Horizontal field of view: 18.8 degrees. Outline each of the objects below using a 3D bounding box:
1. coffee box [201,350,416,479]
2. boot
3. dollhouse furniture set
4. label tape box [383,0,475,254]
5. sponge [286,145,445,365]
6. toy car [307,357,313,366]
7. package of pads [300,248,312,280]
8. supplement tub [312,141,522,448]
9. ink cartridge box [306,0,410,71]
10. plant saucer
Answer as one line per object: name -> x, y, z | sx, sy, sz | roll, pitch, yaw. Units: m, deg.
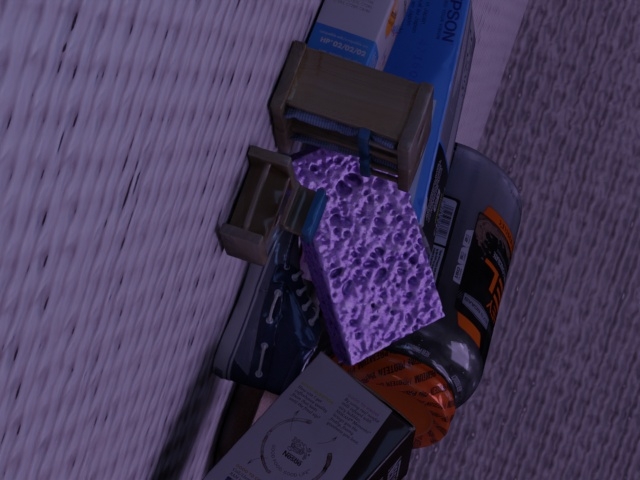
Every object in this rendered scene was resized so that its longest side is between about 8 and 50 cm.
coffee box -> -0.052, 0.266, 1.796 | 0.297, 0.119, 0.168 | -47, 165, -16
boot -> -0.031, 0.055, 1.860 | 0.069, 0.086, 0.190 | 46, 64, -81
dollhouse furniture set -> 0.008, -0.053, 1.702 | 0.129, 0.129, 0.183 | 80, 30, -74
label tape box -> 0.092, -0.121, 2.062 | 0.347, 0.115, 0.249 | 46, 55, -79
sponge -> 0.041, 0.001, 1.837 | 0.117, 0.031, 0.210 | -24, 107, -26
toy car -> 0.041, 0.168, 2.444 | 0.182, 0.159, 0.136 | -50, -134, 36
package of pads -> 0.000, 0.000, 2.126 | 0.050, 0.032, 0.083 | -63, 169, -48
supplement tub -> 0.110, 0.063, 2.292 | 0.207, 0.207, 0.338 | 98, 8, -56
ink cartridge box -> 0.045, -0.222, 1.787 | 0.104, 0.062, 0.181 | 80, 30, -74
plant saucer -> -0.072, 0.187, 2.085 | 0.198, 0.036, 0.198 | 20, 90, -81
